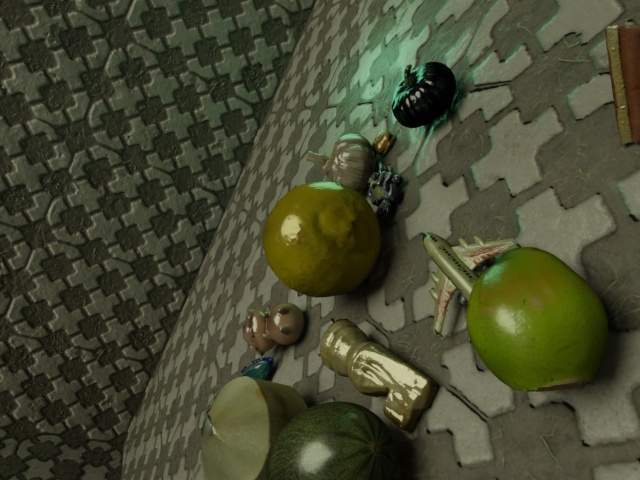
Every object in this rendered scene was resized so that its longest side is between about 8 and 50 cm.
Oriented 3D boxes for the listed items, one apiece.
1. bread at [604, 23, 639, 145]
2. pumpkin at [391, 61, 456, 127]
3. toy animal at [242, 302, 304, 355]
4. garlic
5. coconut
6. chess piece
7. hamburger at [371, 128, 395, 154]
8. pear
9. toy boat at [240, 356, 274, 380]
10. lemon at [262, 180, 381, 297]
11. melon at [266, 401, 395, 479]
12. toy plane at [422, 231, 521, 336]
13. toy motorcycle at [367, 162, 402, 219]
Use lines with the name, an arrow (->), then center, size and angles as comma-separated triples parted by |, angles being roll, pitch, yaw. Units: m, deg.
bread -> 0.507, -0.255, 0.650 | 0.119, 0.193, 0.067 | -25, 28, 1
pumpkin -> 0.283, -0.400, 1.168 | 0.194, 0.149, 0.194 | -166, 90, -84
toy animal -> -0.163, 0.295, 1.452 | 0.250, 0.154, 0.167 | -20, 61, 35
garlic -> 0.058, -0.251, 1.380 | 0.218, 0.211, 0.219 | -170, 90, -79
coconut -> -0.177, 0.525, 1.114 | 0.323, 0.322, 0.323 | -43, 35, 41
chess piece -> 0.127, 0.295, 0.959 | 0.300, 0.137, 0.137 | 21, 89, 53
hamburger -> 0.201, -0.318, 1.364 | 0.083, 0.044, 0.076 | -61, 24, 20
pear -> 0.316, 0.114, 0.637 | 0.187, 0.187, 0.220 | -39, 49, 44
toy boat -> -0.216, 0.457, 1.521 | 0.175, 0.091, 0.110 | -46, 5, 31
lemon -> 0.000, 0.000, 1.181 | 0.348, 0.347, 0.348 | -43, 35, 41
melon -> 0.020, 0.462, 0.867 | 0.302, 0.237, 0.238 | -46, 33, 36
toy plane -> 0.280, 0.067, 0.838 | 0.242, 0.104, 0.256 | -58, 27, 25
toy motorcycle -> 0.191, -0.156, 1.233 | 0.124, 0.061, 0.194 | -49, 34, 35
